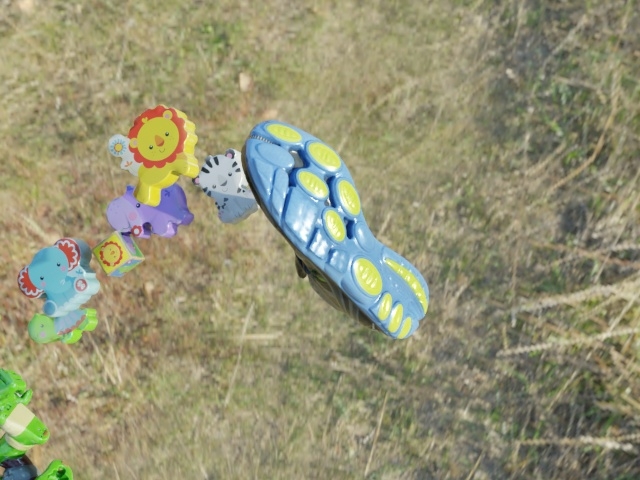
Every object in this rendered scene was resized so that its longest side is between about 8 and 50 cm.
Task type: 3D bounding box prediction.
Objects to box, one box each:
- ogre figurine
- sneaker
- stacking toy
[{"bbox_3d":[-0.290,0.229,0.988,0.118,0.097,0.197,-47,74,19],"label":"ogre figurine"},{"bbox_3d":[0.000,0.000,0.717,0.078,0.188,0.067,3,52,46],"label":"sneaker"},{"bbox_3d":[-0.148,0.002,0.717,0.221,0.167,0.052,-36,78,8],"label":"stacking toy"}]
